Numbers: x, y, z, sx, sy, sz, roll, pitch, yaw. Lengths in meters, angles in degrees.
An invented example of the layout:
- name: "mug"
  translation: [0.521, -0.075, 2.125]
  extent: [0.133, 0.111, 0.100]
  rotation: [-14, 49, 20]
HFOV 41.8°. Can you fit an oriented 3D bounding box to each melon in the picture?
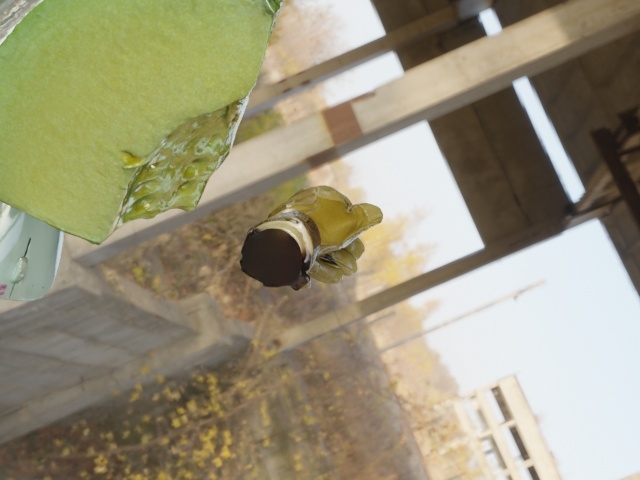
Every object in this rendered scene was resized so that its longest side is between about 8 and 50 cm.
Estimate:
- name: "melon"
  translation: [-0.143, -0.153, 0.794]
  extent: [0.343, 0.331, 0.226]
  rotation: [-55, -127, 37]

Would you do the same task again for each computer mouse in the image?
- name: "computer mouse"
  translation: [-0.470, -0.051, 1.326]
  extent: [0.159, 0.097, 0.288]
  rotation: [16, 69, -47]

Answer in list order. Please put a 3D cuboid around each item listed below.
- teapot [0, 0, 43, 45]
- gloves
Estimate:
- name: "teapot"
  translation: [-0.406, -0.305, 1.157]
  extent: [0.270, 0.337, 0.200]
  rotation: [39, -20, -7]
- name: "gloves"
  translation: [-0.013, -0.009, 1.299]
  extent: [0.141, 0.154, 0.331]
  rotation: [33, 19, 14]
